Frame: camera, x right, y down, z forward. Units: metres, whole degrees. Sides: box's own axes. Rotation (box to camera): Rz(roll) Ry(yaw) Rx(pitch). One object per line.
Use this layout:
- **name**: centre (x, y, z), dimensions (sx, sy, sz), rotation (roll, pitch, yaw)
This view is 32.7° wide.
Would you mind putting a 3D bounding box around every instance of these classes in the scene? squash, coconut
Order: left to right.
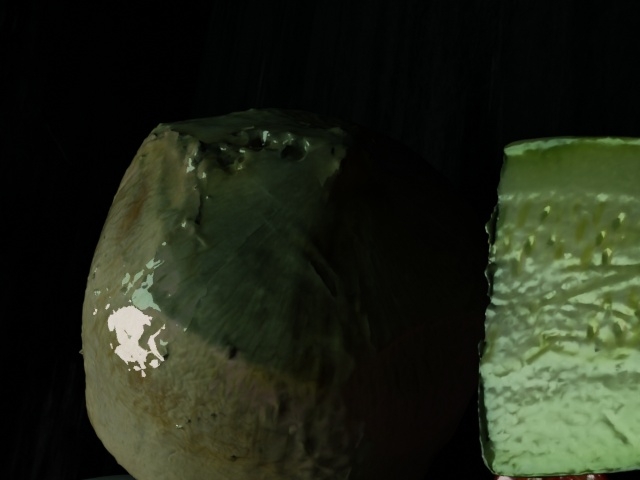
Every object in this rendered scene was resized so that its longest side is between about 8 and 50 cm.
- **coconut**: centre (-0.027, 0.043, 1.012), dimensions (0.404, 0.404, 0.405), rotation (-168, 90, -75)
- **squash**: centre (0.201, 0.022, 0.651), dimensions (0.155, 0.203, 0.237), rotation (77, -162, -69)

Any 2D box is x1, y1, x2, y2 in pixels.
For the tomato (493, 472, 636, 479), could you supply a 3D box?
- **tomato**: centre (0.171, 0.219, 0.732), dimensions (0.166, 0.082, 0.174), rotation (-124, 52, -64)

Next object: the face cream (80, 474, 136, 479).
- **face cream**: centre (-0.182, 0.415, 1.334), dimensions (0.312, 0.356, 0.220), rotation (-127, 51, -71)
